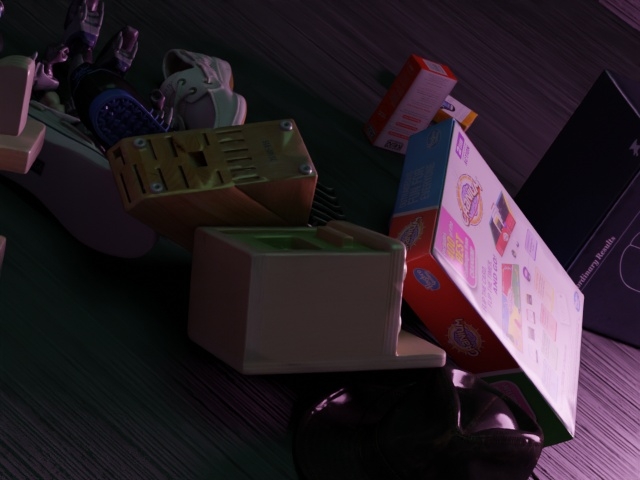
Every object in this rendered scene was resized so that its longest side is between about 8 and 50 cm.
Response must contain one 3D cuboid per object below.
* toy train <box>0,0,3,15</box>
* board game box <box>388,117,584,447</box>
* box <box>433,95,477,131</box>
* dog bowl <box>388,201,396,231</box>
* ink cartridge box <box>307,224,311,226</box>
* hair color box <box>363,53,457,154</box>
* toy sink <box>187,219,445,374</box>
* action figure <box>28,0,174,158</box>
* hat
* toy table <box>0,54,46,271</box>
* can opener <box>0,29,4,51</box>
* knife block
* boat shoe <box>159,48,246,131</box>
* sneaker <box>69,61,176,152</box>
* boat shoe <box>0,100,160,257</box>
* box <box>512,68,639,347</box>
[{"bbox_3d":[-0.440,-0.246,1.775,0.105,0.080,0.184,48,50,5],"label":"toy train"},{"bbox_3d":[0.196,0.051,1.830,0.316,0.064,0.242,51,33,-28],"label":"board game box"},{"bbox_3d":[0.183,-0.221,2.567,0.136,0.028,0.081,33,25,5],"label":"box"},{"bbox_3d":[0.170,0.019,2.070,0.166,0.074,0.297,24,26,-18],"label":"dog bowl"},{"bbox_3d":[0.000,0.000,1.956,0.083,0.028,0.048,13,31,-35],"label":"ink cartridge box"},{"bbox_3d":[0.130,-0.197,2.325,0.072,0.141,0.043,15,31,-34],"label":"hair color box"},{"bbox_3d":[0.002,0.053,1.626,0.234,0.131,0.153,1,11,-25],"label":"toy sink"},{"bbox_3d":[-0.268,-0.184,1.895,0.185,0.099,0.285,31,28,-27],"label":"action figure"},{"bbox_3d":[0.143,0.215,1.621,0.331,0.134,0.331,27,26,-15],"label":"hat"},{"bbox_3d":[-0.355,-0.070,1.448,0.161,0.252,0.274,14,39,-3],"label":"toy table"},{"bbox_3d":[-0.439,-0.307,1.966,0.093,0.074,0.280,59,10,-36],"label":"can opener"},{"bbox_3d":[-0.095,-0.014,1.725,0.276,0.242,0.088,-8,51,-19],"label":"knife block"},{"bbox_3d":[-0.160,-0.168,2.000,0.096,0.098,0.277,23,18,-20],"label":"boat shoe"},{"bbox_3d":[-0.200,-0.112,1.779,0.090,0.081,0.232,51,-4,41],"label":"sneaker"},{"bbox_3d":[-0.273,-0.079,1.714,0.267,0.096,0.088,30,29,12],"label":"boat shoe"},{"bbox_3d":[0.504,-0.013,2.257,0.395,0.293,0.212,20,28,-27],"label":"box"}]
